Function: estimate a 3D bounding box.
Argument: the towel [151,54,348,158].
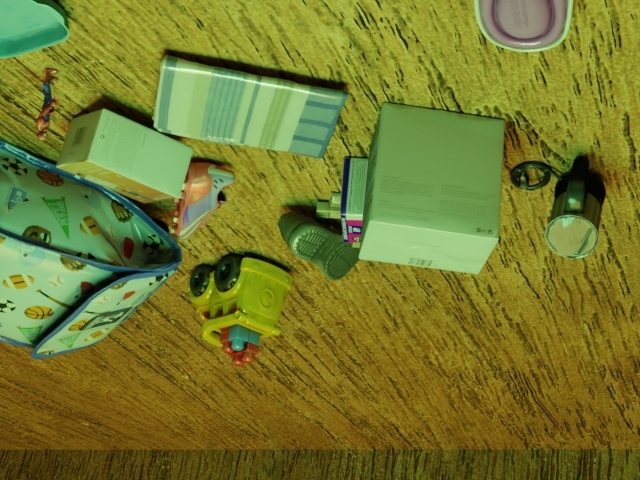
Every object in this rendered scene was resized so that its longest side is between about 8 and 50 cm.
[{"bbox_3d":[-0.115,-0.203,1.724,0.285,0.034,0.209,9,156,-7],"label":"towel"}]

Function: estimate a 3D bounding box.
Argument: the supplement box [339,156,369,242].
[{"bbox_3d":[0.147,-0.062,1.876,0.220,0.114,0.111,2,154,6],"label":"supplement box"}]

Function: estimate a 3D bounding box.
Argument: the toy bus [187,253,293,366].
[{"bbox_3d":[-0.178,0.157,2.320,0.149,0.211,0.220,24,152,-37],"label":"toy bus"}]

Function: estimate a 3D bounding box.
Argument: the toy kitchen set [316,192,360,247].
[{"bbox_3d":[0.035,-0.037,2.000,0.083,0.075,0.068,3,155,-2],"label":"toy kitchen set"}]

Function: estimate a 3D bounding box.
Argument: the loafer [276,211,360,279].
[{"bbox_3d":[0.000,0.000,2.103,0.094,0.087,0.251,-46,150,4],"label":"loafer"}]

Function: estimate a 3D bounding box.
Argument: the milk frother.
[{"bbox_3d":[0.375,-0.056,1.801,0.143,0.135,0.129,-10,120,25],"label":"milk frother"}]

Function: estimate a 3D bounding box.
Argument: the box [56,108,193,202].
[{"bbox_3d":[-0.318,-0.134,1.824,0.170,0.091,0.130,23,165,-32],"label":"box"}]

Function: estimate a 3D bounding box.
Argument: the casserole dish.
[{"bbox_3d":[-0.433,-0.309,1.566,0.188,0.037,0.114,-9,152,31],"label":"casserole dish"}]

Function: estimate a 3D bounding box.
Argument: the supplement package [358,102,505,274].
[{"bbox_3d":[0.169,-0.077,1.726,0.194,0.203,0.149,8,156,-3],"label":"supplement package"}]

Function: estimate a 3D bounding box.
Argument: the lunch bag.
[{"bbox_3d":[-0.490,0.050,2.047,0.385,0.239,0.328,23,136,-30],"label":"lunch bag"}]

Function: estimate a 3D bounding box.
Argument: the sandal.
[{"bbox_3d":[0.221,-0.328,1.281,0.169,0.102,0.416,-5,153,22],"label":"sandal"}]

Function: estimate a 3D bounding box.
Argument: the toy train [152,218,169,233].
[{"bbox_3d":[-0.359,-0.041,2.148,0.158,0.027,0.036,22,148,-32],"label":"toy train"}]

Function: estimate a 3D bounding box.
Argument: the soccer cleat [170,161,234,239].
[{"bbox_3d":[-0.214,-0.063,2.006,0.095,0.083,0.248,6,153,-9],"label":"soccer cleat"}]

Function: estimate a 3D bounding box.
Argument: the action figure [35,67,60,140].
[{"bbox_3d":[-0.412,-0.203,1.697,0.030,0.115,0.038,13,156,-15],"label":"action figure"}]
